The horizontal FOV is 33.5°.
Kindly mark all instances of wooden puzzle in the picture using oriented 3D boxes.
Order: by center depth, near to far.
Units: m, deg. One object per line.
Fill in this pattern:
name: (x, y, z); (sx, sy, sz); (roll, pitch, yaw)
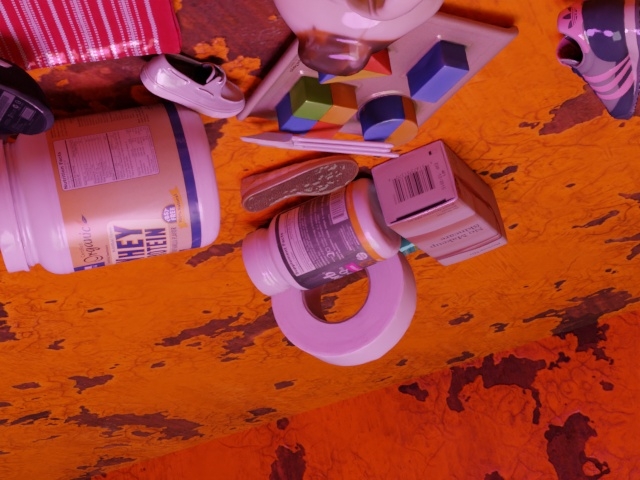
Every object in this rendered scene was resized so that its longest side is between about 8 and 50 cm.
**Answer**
wooden puzzle: (0.087, -0.237, 1.626); (0.348, 0.080, 0.322); (2, 153, -30)

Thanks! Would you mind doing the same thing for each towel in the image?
towel: (-0.322, -0.285, 1.375); (0.275, 0.031, 0.199); (-9, 156, -6)

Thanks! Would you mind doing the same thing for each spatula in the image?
spatula: (0.002, -0.150, 1.708); (0.242, 0.019, 0.168); (6, 178, 7)

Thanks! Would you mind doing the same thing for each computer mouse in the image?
computer mouse: (-0.444, -0.236, 1.340); (0.262, 0.060, 0.184); (24, 148, -16)

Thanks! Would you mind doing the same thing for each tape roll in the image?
tape roll: (0.046, 0.106, 2.150); (0.286, 0.286, 0.100); (-19, 157, 16)

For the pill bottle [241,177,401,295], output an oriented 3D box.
pill bottle: (0.000, 0.000, 2.033); (0.278, 0.162, 0.162); (-23, 155, 24)

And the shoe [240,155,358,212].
shoe: (-0.041, -0.114, 1.897); (0.219, 0.058, 0.076); (-17, 137, 2)

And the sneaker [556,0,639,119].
sneaker: (0.441, -0.289, 1.683); (0.131, 0.112, 0.319); (0, 158, 15)

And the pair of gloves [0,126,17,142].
pair of gloves: (-0.510, -0.175, 1.549); (0.198, 0.023, 0.159); (7, 151, -39)

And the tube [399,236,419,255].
tube: (0.221, -0.008, 2.281); (0.207, 0.052, 0.080); (-21, 163, 7)

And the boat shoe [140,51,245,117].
boat shoe: (-0.172, -0.232, 1.544); (0.184, 0.066, 0.063); (19, 138, -40)

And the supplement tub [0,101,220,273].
supplement tub: (-0.324, -0.076, 1.586); (0.316, 0.228, 0.228); (-11, 158, -12)

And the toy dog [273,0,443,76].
toy dog: (0.020, -0.335, 1.115); (0.395, 0.284, 0.408); (-14, 159, 7)

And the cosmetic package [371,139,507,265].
cosmetic package: (0.234, -0.064, 2.041); (0.153, 0.129, 0.296); (-23, 155, 22)
